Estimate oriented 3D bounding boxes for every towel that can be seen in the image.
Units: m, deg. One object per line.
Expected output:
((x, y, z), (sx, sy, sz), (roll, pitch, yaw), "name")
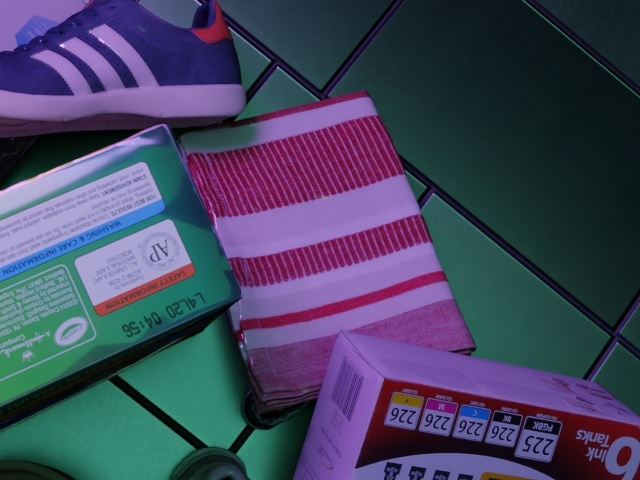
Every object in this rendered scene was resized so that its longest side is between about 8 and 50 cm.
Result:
((0.000, 0.000, 1.205), (0.237, 0.037, 0.329), (-14, 68, -14), "towel")

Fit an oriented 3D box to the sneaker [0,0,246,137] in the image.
((-0.243, -0.185, 1.134), (0.350, 0.131, 0.148), (-6, 90, -34), "sneaker")

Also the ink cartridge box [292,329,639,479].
((0.136, 0.260, 1.125), (0.309, 0.130, 0.272), (12, 102, -21), "ink cartridge box")

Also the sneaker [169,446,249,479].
((-0.158, 0.323, 1.132), (0.099, 0.121, 0.263), (30, 78, -5), "sneaker")

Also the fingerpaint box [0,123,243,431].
((-0.314, 0.093, 1.007), (0.444, 0.371, 0.163), (-24, 87, -14), "fingerpaint box")

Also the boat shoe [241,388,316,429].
((-0.003, 0.134, 1.208), (0.183, 0.083, 0.065), (-42, 91, -14), "boat shoe")

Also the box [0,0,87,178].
((-0.382, -0.164, 1.133), (0.322, 0.058, 0.232), (-51, 128, -12), "box")

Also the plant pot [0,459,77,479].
((-0.281, 0.334, 1.092), (0.237, 0.110, 0.238), (-5, 74, 17), "plant pot")
